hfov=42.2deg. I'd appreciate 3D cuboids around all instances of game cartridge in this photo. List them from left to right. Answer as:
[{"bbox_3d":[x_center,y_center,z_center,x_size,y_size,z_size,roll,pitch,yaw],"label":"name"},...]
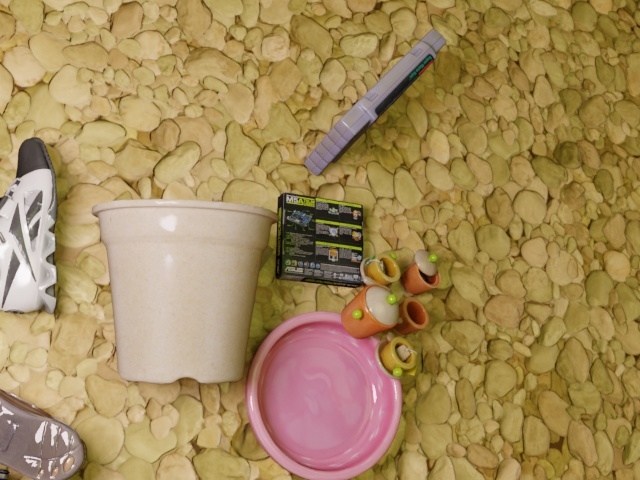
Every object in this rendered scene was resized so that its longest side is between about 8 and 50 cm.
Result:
[{"bbox_3d":[0.123,-0.301,1.817,0.068,0.230,0.355,46,62,-6],"label":"game cartridge"}]

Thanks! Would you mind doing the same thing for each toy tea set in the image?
[{"bbox_3d":[0.171,0.113,1.710,0.200,0.124,0.336,41,41,-14],"label":"toy tea set"}]

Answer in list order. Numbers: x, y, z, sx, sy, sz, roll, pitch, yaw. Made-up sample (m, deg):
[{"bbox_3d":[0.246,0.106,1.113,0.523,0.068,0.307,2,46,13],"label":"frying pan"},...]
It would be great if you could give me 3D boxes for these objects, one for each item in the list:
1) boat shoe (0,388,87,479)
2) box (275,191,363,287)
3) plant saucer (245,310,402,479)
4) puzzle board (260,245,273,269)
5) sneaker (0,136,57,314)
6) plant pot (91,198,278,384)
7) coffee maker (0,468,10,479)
[{"bbox_3d":[-0.536,0.310,1.386,0.324,0.116,0.123,28,79,6],"label":"boat shoe"},{"bbox_3d":[0.000,0.000,1.772,0.191,0.045,0.184,7,69,-22],"label":"box"},{"bbox_3d":[0.002,0.310,1.652,0.332,0.084,0.332,8,71,-22],"label":"plant saucer"},{"bbox_3d":[-0.166,0.040,1.700,0.096,0.011,0.128,37,62,-9],"label":"puzzle board"},{"bbox_3d":[-0.549,-0.034,1.480,0.146,0.122,0.330,2,73,-26],"label":"sneaker"},{"bbox_3d":[-0.245,0.099,1.492,0.334,0.334,0.305,4,83,-24],"label":"plant pot"},{"bbox_3d":[-0.593,0.444,1.311,0.171,0.120,0.178,9,70,-22],"label":"coffee maker"}]
